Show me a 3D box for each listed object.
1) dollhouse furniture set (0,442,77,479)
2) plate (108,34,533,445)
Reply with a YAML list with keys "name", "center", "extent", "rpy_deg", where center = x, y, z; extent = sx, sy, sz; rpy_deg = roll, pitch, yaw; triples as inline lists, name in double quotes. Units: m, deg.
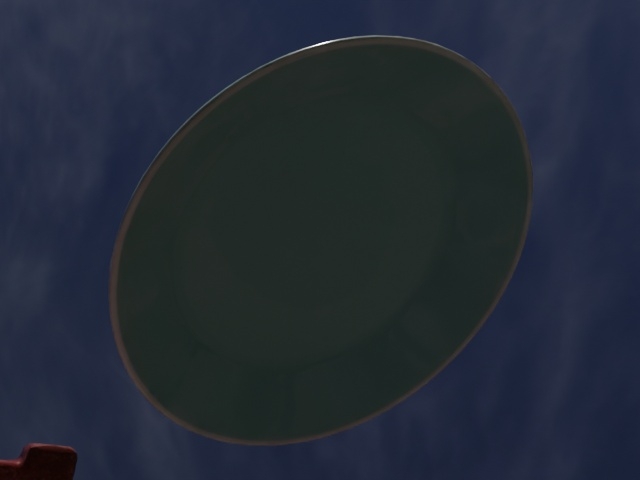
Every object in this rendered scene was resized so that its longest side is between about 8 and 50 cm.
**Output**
- name: "dollhouse furniture set"
  center: [-0.059, 0.170, 0.690]
  extent: [0.374, 0.201, 0.152]
  rpy_deg: [10, -103, -22]
- name: "plate"
  center: [0.000, 0.000, 0.714]
  extent: [0.188, 0.024, 0.188]
  rpy_deg: [-15, -53, -21]
